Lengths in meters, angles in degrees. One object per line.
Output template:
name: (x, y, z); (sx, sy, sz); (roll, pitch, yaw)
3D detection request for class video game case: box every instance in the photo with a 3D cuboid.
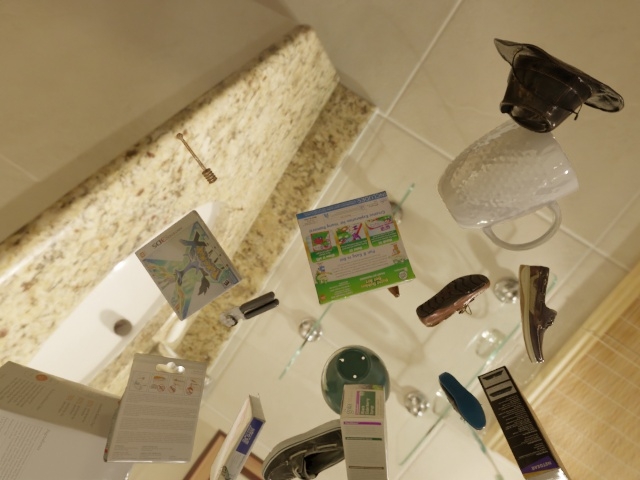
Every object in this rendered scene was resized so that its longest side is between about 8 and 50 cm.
video game case: (-0.510, 0.099, 1.540); (0.300, 0.328, 0.036); (-34, 180, 8)

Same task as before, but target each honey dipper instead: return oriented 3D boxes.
honey dipper: (-0.339, -0.226, 1.092); (0.030, 0.031, 0.160); (-54, 131, -29)

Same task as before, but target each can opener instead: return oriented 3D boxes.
can opener: (-0.301, 0.284, 1.672); (0.281, 0.074, 0.093); (-24, -162, 19)

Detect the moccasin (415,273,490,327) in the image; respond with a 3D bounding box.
moccasin: (0.655, 0.299, 1.941); (0.380, 0.147, 0.139); (-39, -148, 5)

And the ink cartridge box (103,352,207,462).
ink cartridge box: (-0.300, 0.311, 0.741); (0.045, 0.146, 0.179); (-31, -132, 48)

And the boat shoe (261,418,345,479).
boat shoe: (-0.050, 0.691, 1.262); (0.335, 0.121, 0.119); (-36, -158, 8)

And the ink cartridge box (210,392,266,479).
ink cartridge box: (-0.337, 0.799, 1.596); (0.323, 0.072, 0.330); (-62, -168, -9)

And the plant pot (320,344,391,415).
plant pot: (0.136, 0.532, 1.585); (0.290, 0.291, 0.195); (-53, 152, -31)

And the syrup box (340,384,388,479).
syrup box: (0.103, 0.446, 0.900); (0.093, 0.097, 0.236); (-74, 160, -63)

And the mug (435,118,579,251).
mug: (0.562, -0.144, 1.209); (0.328, 0.373, 0.276); (-31, 176, 23)

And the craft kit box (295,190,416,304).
craft kit box: (0.087, 0.019, 1.033); (0.250, 0.246, 0.061); (-14, 162, -2)

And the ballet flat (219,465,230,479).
ballet flat: (-0.322, 0.828, 1.351); (0.041, 0.114, 0.041); (-17, 174, -2)

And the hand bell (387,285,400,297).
hand bell: (0.221, 0.102, 1.399); (0.126, 0.126, 0.241); (-59, -145, 31)

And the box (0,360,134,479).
box: (-0.588, 0.431, 0.879); (0.168, 0.346, 0.215); (-65, -162, -6)

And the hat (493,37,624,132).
hat: (0.499, -0.330, 0.920); (0.133, 0.332, 0.331); (-60, 174, 24)

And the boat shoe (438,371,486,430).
boat shoe: (0.583, 0.656, 1.629); (0.109, 0.258, 0.088); (-19, 131, -6)

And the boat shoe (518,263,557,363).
boat shoe: (0.625, 0.207, 1.142); (0.103, 0.093, 0.284); (28, 60, -58)

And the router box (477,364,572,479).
router box: (0.526, 0.494, 1.010); (0.081, 0.309, 0.242); (-30, -141, 16)
